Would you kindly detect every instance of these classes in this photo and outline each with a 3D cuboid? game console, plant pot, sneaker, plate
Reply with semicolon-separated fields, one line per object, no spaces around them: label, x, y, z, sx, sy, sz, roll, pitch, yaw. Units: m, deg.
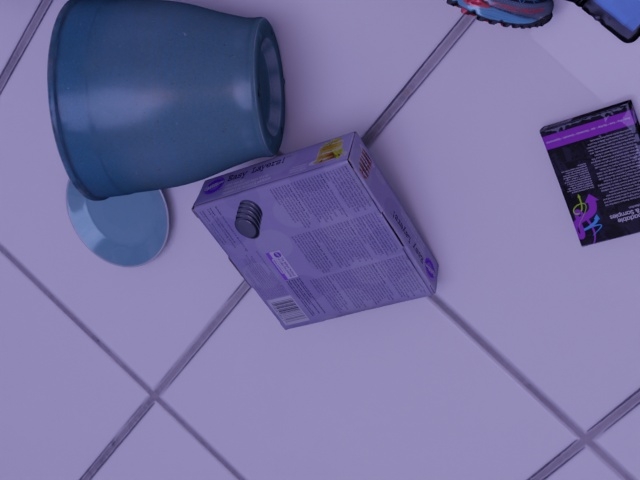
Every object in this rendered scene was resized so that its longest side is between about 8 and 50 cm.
game console;0.344;-0.307;1.235;0.144;0.124;0.085;-52;57;31
plant pot;-0.185;-0.193;1.441;0.255;0.271;0.271;-2;110;10
sneaker;0.171;-0.347;1.287;0.262;0.104;0.125;34;119;9
plate;-0.309;-0.049;1.681;0.188;0.024;0.188;10;114;23

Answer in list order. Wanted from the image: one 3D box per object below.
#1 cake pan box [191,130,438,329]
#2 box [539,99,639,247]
cake pan box;0.000;0.000;1.475;0.246;0.070;0.267;-16;126;30
box;0.354;-0.081;1.352;0.116;0.029;0.162;-16;102;30
